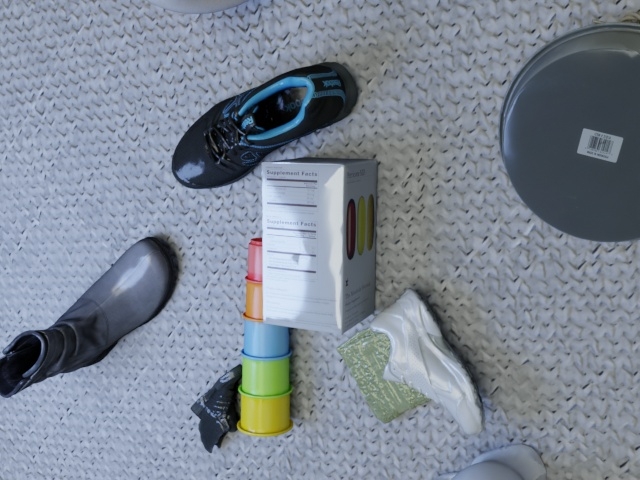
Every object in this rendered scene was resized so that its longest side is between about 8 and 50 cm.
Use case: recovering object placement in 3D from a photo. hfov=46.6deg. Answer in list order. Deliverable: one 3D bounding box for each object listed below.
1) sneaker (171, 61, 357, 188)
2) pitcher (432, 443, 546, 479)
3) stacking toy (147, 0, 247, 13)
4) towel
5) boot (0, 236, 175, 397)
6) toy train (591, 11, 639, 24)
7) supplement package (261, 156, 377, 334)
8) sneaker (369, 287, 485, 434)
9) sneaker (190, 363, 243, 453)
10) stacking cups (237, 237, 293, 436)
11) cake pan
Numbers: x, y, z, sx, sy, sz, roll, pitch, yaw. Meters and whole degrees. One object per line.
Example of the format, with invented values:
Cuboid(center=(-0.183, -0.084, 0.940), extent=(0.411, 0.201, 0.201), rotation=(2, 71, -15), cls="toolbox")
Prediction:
Cuboid(center=(-0.115, -0.178, 1.140), extent=(0.340, 0.139, 0.125), rotation=(-27, 90, 26), cls="sneaker")
Cuboid(center=(0.218, 0.374, 1.054), extent=(0.177, 0.207, 0.125), rotation=(-20, 91, 26), cls="pitcher")
Cuboid(center=(-0.243, -0.592, 1.082), extent=(0.480, 0.350, 0.351), rotation=(50, 115, 28), cls="stacking toy")
Cuboid(center=(0.102, 0.206, 1.174), extent=(0.110, 0.027, 0.148), rotation=(-33, 84, 24), cls="towel")
Cuboid(center=(-0.405, 0.142, 1.273), extent=(0.118, 0.222, 0.338), rotation=(45, 113, 11), cls="boot")
Cuboid(center=(0.477, -0.298, 0.897), extent=(0.248, 0.105, 0.143), rotation=(26, 92, 25), cls="toy train")
Cuboid(center=(0.000, 0.000, 1.121), extent=(0.133, 0.139, 0.244), rotation=(5, 101, 24), cls="supplement package")
Cuboid(center=(0.155, 0.193, 1.105), extent=(0.115, 0.090, 0.232), rotation=(-33, 76, 8), cls="sneaker")
Cuboid(center=(-0.165, 0.293, 1.293), extent=(0.089, 0.051, 0.170), rotation=(50, 118, 8), cls="sneaker")
Cuboid(center=(-0.094, 0.155, 1.212), extent=(0.096, 0.096, 0.316), rotation=(3, 100, 23), cls="stacking cups")
Cuboid(center=(0.361, -0.124, 0.946), extent=(0.293, 0.054, 0.293), rotation=(15, 120, 27), cls="cake pan")
